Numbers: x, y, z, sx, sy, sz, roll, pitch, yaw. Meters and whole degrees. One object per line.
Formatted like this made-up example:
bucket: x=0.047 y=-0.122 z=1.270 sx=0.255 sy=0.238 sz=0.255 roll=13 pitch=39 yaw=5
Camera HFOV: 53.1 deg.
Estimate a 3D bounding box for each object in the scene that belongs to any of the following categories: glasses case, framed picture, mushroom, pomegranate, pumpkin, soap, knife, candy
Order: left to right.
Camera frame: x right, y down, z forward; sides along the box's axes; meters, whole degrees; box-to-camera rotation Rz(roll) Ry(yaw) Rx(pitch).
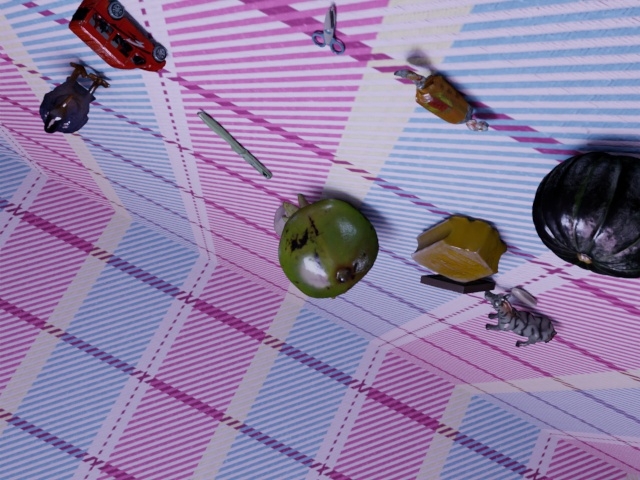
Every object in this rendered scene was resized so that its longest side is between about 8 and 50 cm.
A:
knife: x=-0.216 y=-0.239 z=1.641 sx=0.043 sy=0.019 sz=0.293 roll=9 pitch=157 yaw=44
mushroom: x=-0.096 y=-0.042 z=1.950 sx=0.097 sy=0.088 sz=0.212 roll=35 pitch=172 yaw=8
pomegranate: x=0.000 y=0.000 z=1.670 sx=0.340 sy=0.260 sz=0.260 roll=46 pitch=179 yaw=39
candy: x=0.187 y=-0.220 z=0.989 sx=0.182 sy=0.046 sz=0.053 roll=28 pitch=162 yaw=-23
framed picture: x=0.357 y=0.110 z=1.660 sx=0.128 sy=0.023 sz=0.169 roll=13 pitch=-171 yaw=41
soap: x=0.325 y=0.023 z=1.469 sx=0.161 sy=0.080 sz=0.257 roll=25 pitch=166 yaw=-6
glasses case: x=0.524 y=0.145 z=1.646 sx=0.083 sy=0.021 sz=0.032 roll=34 pitch=169 yaw=-25
pumpkin: x=0.431 y=-0.035 z=0.967 sx=0.221 sy=0.161 sz=0.220 roll=30 pitch=166 yaw=8

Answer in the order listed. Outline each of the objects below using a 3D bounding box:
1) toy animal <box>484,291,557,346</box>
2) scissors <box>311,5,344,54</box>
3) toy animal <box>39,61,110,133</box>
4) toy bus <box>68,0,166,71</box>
toy animal: x=0.518 y=0.220 z=1.750 sx=0.255 sy=0.089 sz=0.170 roll=25 pitch=162 yaw=-26
scissors: x=0.012 y=-0.326 z=0.993 sx=0.058 sy=0.014 sz=0.119 roll=25 pitch=168 yaw=5
toy animal: x=-0.644 y=-0.361 z=1.655 sx=0.122 sy=0.185 sz=0.298 roll=30 pitch=-176 yaw=-26
toy bus: x=-0.405 y=-0.401 z=1.300 sx=0.081 sy=0.089 sz=0.195 roll=14 pitch=160 yaw=41
